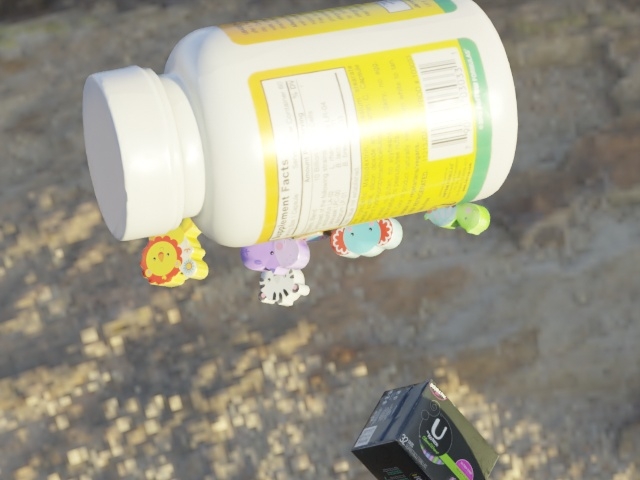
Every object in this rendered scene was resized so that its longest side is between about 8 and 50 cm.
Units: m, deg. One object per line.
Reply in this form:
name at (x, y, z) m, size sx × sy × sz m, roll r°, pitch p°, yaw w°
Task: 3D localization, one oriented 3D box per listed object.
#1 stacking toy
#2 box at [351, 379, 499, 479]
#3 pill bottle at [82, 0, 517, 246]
stacking toy at (0.000, 0.000, 1.280) m, size 0.221 × 0.052 × 0.167 m, roll -15°, pitch -14°, yaw 28°
box at (0.075, 0.153, 1.221) m, size 0.052 × 0.083 × 0.062 m, roll -21°, pitch 29°, yaw 48°
pill bottle at (-0.013, -0.061, 0.896) m, size 0.208 × 0.117 × 0.117 m, roll -12°, pitch 30°, yaw -18°
